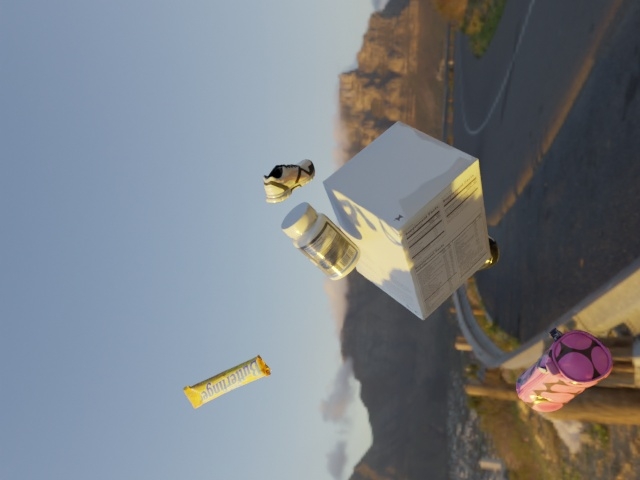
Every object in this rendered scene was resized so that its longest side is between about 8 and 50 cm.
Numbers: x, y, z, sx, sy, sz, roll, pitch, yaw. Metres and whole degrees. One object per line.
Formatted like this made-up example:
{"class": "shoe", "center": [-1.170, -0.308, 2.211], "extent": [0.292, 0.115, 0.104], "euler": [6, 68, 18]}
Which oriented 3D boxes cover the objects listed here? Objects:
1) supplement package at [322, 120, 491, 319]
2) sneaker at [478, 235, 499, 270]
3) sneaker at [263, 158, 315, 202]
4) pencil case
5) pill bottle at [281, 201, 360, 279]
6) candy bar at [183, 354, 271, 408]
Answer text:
{"class": "supplement package", "center": [0.168, -0.036, 1.173], "extent": [0.198, 0.199, 0.262], "euler": [-40, -42, -15]}
{"class": "sneaker", "center": [0.234, 0.042, 1.354], "extent": [0.124, 0.283, 0.107], "euler": [-48, -46, -53]}
{"class": "sneaker", "center": [-0.045, -0.098, 0.934], "extent": [0.109, 0.040, 0.043], "euler": [-45, -51, -43]}
{"class": "pencil case", "center": [0.373, 0.212, 0.998], "extent": [0.095, 0.098, 0.209], "euler": [56, 166, 26]}
{"class": "pill bottle", "center": [0.000, 0.000, 1.118], "extent": [0.137, 0.078, 0.078], "euler": [44, -145, -22]}
{"class": "candy bar", "center": [-0.146, 0.221, 0.994], "extent": [0.040, 0.161, 0.018], "euler": [60, -158, -7]}
